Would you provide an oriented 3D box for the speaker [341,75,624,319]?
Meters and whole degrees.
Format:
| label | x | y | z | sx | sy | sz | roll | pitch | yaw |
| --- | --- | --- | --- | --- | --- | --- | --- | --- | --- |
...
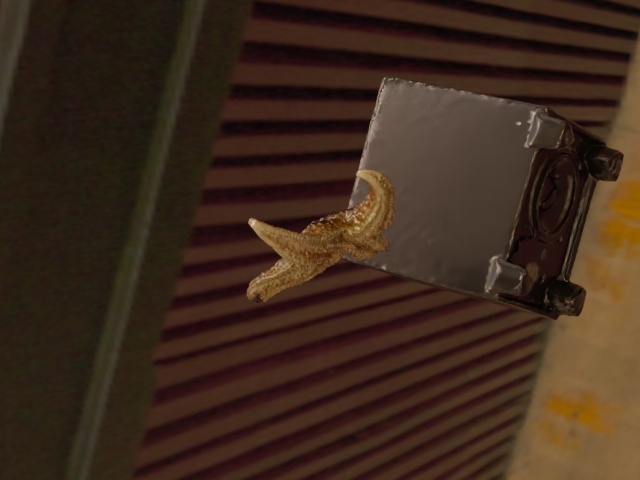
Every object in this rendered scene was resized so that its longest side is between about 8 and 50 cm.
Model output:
| label | x | y | z | sx | sy | sz | roll | pitch | yaw |
| --- | --- | --- | --- | --- | --- | --- | --- | --- | --- |
| speaker | 0.188 | -0.050 | 1.670 | 0.254 | 0.184 | 0.232 | 15 | 89 | 34 |

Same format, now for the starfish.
| label | x | y | z | sx | sy | sz | roll | pitch | yaw |
| --- | --- | --- | --- | --- | --- | --- | --- | --- | --- |
| starfish | 0.002 | 0.001 | 1.427 | 0.071 | 0.216 | 0.238 | 56 | 132 | 12 |
